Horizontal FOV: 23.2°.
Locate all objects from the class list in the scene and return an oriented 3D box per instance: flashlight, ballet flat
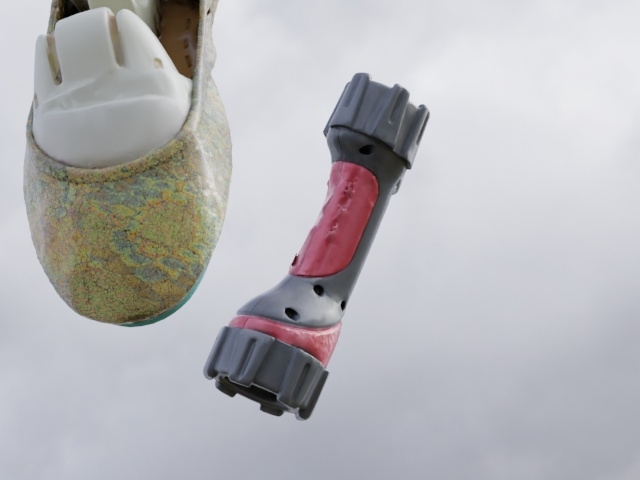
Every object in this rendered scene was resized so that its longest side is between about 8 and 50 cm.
[{"bbox_3d":[0.000,0.000,1.356,0.103,0.304,0.103,23,-15,-3],"label":"flashlight"},{"bbox_3d":[-0.112,-0.109,0.882,0.123,0.348,0.123,0,-44,0],"label":"ballet flat"}]
